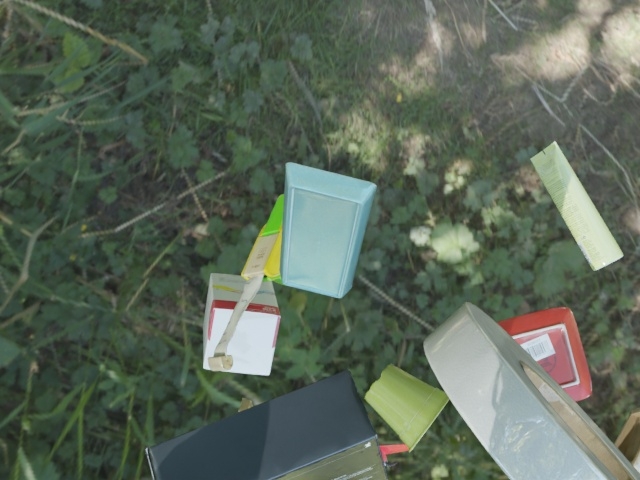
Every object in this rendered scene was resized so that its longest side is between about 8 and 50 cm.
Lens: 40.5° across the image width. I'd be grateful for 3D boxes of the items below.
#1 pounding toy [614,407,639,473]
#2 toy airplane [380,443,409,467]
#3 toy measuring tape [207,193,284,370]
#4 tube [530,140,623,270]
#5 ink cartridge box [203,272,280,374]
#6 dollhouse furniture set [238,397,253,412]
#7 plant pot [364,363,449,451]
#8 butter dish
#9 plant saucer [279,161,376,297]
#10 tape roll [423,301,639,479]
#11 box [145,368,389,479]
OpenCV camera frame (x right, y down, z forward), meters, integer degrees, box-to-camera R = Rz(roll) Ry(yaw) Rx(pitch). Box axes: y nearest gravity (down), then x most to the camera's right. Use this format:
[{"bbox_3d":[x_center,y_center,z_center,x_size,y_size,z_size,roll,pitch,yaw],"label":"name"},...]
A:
[{"bbox_3d":[0.588,0.326,1.447,0.094,0.181,0.206,33,163,4],"label":"pounding toy"},{"bbox_3d":[0.092,0.379,1.608,0.151,0.028,0.151,13,138,12],"label":"toy airplane"},{"bbox_3d":[-0.057,0.065,1.300,0.121,0.330,0.121,18,154,9],"label":"toy measuring tape"},{"bbox_3d":[0.466,-0.063,1.583,0.070,0.062,0.240,-33,82,28],"label":"tube"},{"bbox_3d":[-0.154,0.155,1.653,0.127,0.176,0.128,7,109,-12],"label":"ink cartridge box"},{"bbox_3d":[-0.181,0.389,1.809,0.081,0.114,0.091,-12,105,7],"label":"dollhouse furniture set"},{"bbox_3d":[0.096,0.185,0.996,0.079,0.083,0.083,37,119,13],"label":"plant pot"},{"bbox_3d":[0.357,0.204,1.479,0.160,0.118,0.160,-13,86,-9],"label":"butter dish"},{"bbox_3d":[0.000,0.000,0.693,0.067,0.018,0.192,14,153,3],"label":"plant saucer"},{"bbox_3d":[0.269,0.233,0.956,0.072,0.392,0.392,-43,111,8],"label":"tape roll"},{"bbox_3d":[-0.057,0.284,1.073,0.261,0.103,0.184,-21,146,-4],"label":"box"}]
